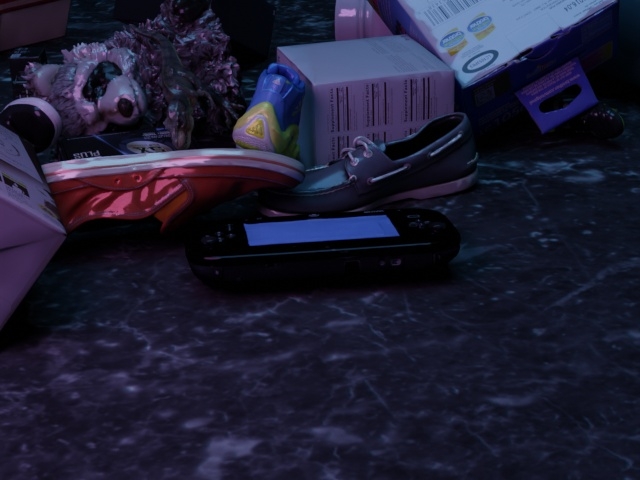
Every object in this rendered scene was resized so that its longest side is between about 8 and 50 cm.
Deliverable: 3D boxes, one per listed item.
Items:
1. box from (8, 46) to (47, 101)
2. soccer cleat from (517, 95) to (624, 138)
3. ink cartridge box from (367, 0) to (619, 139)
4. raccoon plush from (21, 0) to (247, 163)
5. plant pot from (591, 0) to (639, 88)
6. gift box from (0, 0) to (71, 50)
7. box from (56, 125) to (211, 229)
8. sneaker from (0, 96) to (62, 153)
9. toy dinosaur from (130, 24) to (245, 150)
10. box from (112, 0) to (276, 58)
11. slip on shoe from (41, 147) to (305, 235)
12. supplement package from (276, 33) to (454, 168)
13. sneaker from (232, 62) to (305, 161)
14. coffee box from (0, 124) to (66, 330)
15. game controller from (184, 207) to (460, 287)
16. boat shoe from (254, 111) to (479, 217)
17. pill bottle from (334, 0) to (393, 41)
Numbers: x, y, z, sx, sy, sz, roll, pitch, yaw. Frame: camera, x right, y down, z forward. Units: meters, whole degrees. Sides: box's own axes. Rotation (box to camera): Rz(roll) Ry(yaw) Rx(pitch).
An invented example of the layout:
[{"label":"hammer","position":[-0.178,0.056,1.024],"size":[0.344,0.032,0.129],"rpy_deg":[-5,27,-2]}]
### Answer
[{"label":"box","position":[-0.475,-0.268,2.111],"size":[0.052,0.083,0.062],"rpy_deg":[-3,25,0]},{"label":"soccer cleat","position":[0.370,-0.177,1.916],"size":[0.072,0.060,0.179],"rpy_deg":[-33,33,-27]},{"label":"ink cartridge box","position":[0.262,-0.340,1.929],"size":[0.270,0.151,0.395],"rpy_deg":[-30,59,-4]},{"label":"raccoon plush","position":[-0.292,-0.208,1.955],"size":[0.299,0.216,0.446],"rpy_deg":[-23,-1,-13]},{"label":"plant pot","position":[0.549,-0.372,2.071],"size":[0.293,0.293,0.235],"rpy_deg":[-23,47,-39]},{"label":"gift box","position":[-0.619,-0.476,2.394],"size":[0.255,0.276,0.258],"rpy_deg":[30,33,28]},{"label":"box","position":[-0.249,-0.087,1.710],"size":[0.180,0.078,0.147],"rpy_deg":[-8,26,-15]},{"label":"sneaker","position":[-0.436,-0.110,1.716],"size":[0.217,0.079,0.121],"rpy_deg":[-17,31,45]},{"label":"toy dinosaur","position":[-0.173,-0.200,1.696],"size":[0.118,0.064,0.268],"rpy_deg":[27,24,-35]},{"label":"box","position":[-0.212,-0.395,2.238],"size":[0.184,0.103,0.261],"rpy_deg":[6,-2,21]},{"label":"slip on shoe","position":[-0.181,-0.059,1.584],"size":[0.331,0.101,0.123],"rpy_deg":[-7,0,-10]},{"label":"supplement package","position":[0.061,-0.190,1.836],"size":[0.203,0.149,0.194],"rpy_deg":[-8,25,-14]},{"label":"sneaker","position":[-0.053,-0.162,1.723],"size":[0.091,0.126,0.240],"rpy_deg":[24,-3,1]},{"label":"coffee box","position":[-0.393,-0.024,1.436],"size":[0.119,0.168,0.297],"rpy_deg":[32,10,-29]},{"label":"game controller","position":[0.000,0.000,1.522],"size":[0.319,0.067,0.166],"rpy_deg":[-3,25,-6]},{"label":"boat shoe","position":[0.062,-0.101,1.699],"size":[0.319,0.099,0.116],"rpy_deg":[-12,30,-19]},{"label":"pill bottle","position":[0.174,-0.366,2.138],"size":[0.283,0.160,0.160],"rpy_deg":[4,25,12]}]
